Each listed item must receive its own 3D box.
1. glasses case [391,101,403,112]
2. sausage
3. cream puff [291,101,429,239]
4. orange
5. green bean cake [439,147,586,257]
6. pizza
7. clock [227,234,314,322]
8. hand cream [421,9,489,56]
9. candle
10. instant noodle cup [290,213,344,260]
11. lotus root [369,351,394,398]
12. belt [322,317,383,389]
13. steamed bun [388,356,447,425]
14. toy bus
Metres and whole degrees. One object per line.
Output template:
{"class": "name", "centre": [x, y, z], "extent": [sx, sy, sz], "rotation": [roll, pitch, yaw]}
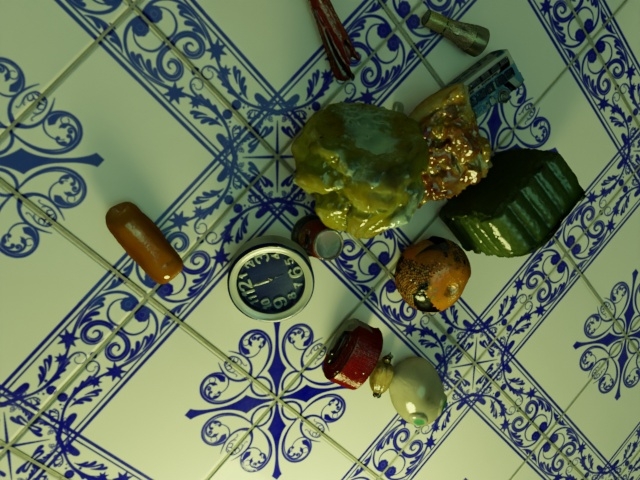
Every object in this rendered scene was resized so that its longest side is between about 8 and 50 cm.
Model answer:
{"class": "glasses case", "centre": [0.217, -0.352, 1.672], "extent": [0.032, 0.021, 0.084], "rotation": [3, 101, -23]}
{"class": "sausage", "centre": [-0.431, 0.007, 1.446], "extent": [0.098, 0.098, 0.238], "rotation": [-39, 115, -10]}
{"class": "cream puff", "centre": [0.098, -0.167, 1.523], "extent": [0.377, 0.378, 0.276], "rotation": [-11, 144, -20]}
{"class": "orange", "centre": [0.336, 0.105, 1.751], "extent": [0.234, 0.182, 0.235], "rotation": [-14, 116, -30]}
{"class": "green bean cake", "centre": [0.551, -0.099, 1.713], "extent": [0.319, 0.335, 0.218], "rotation": [-43, 105, -6]}
{"class": "pizza", "centre": [0.335, -0.233, 1.633], "extent": [0.277, 0.114, 0.409], "rotation": [28, 123, 1]}
{"class": "clock", "centre": [-0.132, 0.101, 1.566], "extent": [0.230, 0.083, 0.231], "rotation": [-2, 116, -4]}
{"class": "hand cream", "centre": [0.374, -0.591, 1.659], "extent": [0.203, 0.084, 0.084], "rotation": [16, 96, -18]}
{"class": "candle", "centre": [0.019, -0.555, 1.521], "extent": [0.084, 0.059, 0.302], "rotation": [-38, 114, -21]}
{"class": "instant noodle cup", "centre": [-0.002, 0.000, 1.599], "extent": [0.127, 0.135, 0.127], "rotation": [-5, 103, -21]}
{"class": "lotus root", "centre": [0.189, 0.413, 1.819], "extent": [0.072, 0.063, 0.152], "rotation": [21, 101, 15]}
{"class": "belt", "centre": [0.088, 0.328, 1.720], "extent": [0.124, 0.128, 0.201], "rotation": [28, 92, -27]}
{"class": "steamed bun", "centre": [0.313, 0.485, 1.852], "extent": [0.177, 0.130, 0.228], "rotation": [-22, 108, -19]}
{"class": "toy bus", "centre": [0.444, -0.424, 1.708], "extent": [0.297, 0.106, 0.131], "rotation": [-37, 111, -13]}
